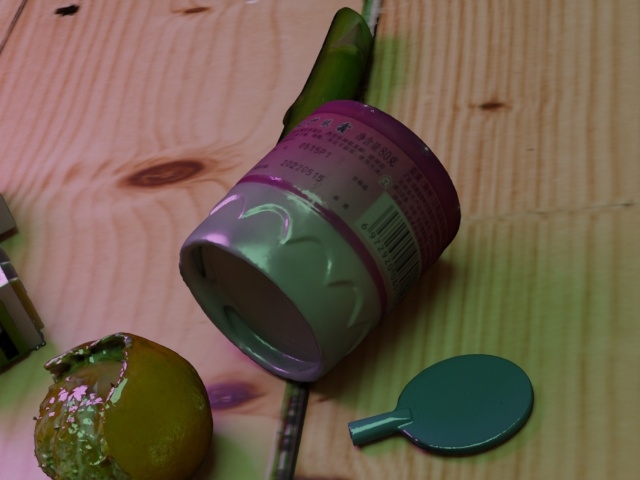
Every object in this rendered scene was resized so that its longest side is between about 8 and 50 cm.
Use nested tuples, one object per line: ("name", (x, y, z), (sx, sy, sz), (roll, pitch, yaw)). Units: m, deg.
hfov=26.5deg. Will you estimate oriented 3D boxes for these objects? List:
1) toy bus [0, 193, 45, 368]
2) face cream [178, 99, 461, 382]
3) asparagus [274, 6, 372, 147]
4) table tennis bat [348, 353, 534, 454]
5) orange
("toy bus", (-0.371, 0.011, 1.369), (0.139, 0.113, 0.302), (-29, 44, -11))
("face cream", (0.000, 0.000, 1.181), (0.175, 0.175, 0.195), (22, 54, 37))
("asparagus", (0.006, -0.146, 1.429), (0.067, 0.060, 0.278), (-15, 37, 36))
("table tennis bat", (0.098, 0.139, 1.113), (0.155, 0.019, 0.100), (-17, 41, 1))
("orange", (-0.166, 0.146, 1.124), (0.156, 0.134, 0.156), (-11, 27, 5))
